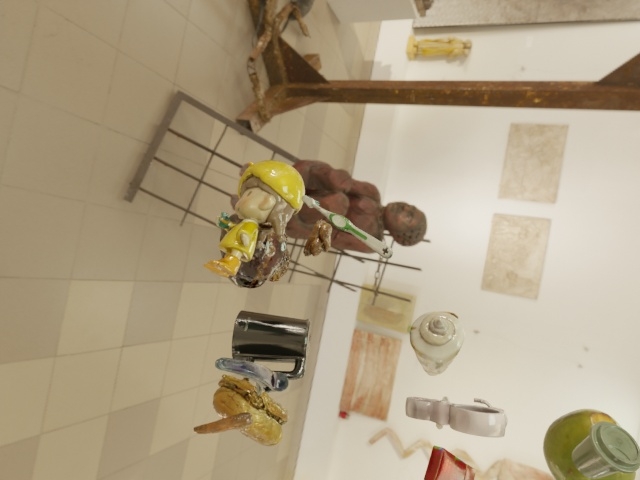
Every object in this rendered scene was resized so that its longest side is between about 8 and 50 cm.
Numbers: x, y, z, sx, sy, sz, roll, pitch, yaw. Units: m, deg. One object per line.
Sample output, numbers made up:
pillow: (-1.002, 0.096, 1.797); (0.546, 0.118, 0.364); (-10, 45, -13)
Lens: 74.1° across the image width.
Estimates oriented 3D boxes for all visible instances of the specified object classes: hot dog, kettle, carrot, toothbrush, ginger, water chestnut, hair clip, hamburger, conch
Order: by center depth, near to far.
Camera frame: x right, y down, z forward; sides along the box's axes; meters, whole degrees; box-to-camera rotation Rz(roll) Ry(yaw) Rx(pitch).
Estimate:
hair clip: (-0.143, 0.282, 0.902); (0.275, 0.083, 0.048); (66, 17, -58)
toothbrush: (0.048, -0.036, 0.916); (0.030, 0.304, 0.030); (-19, 126, -29)
conch: (0.286, 0.271, 1.105); (0.158, 0.127, 0.255); (-76, 175, -45)
carrot: (-0.302, 0.570, 1.306); (0.047, 0.191, 0.047); (-16, 90, -87)
water chestnut: (-0.229, 0.033, 1.544); (0.300, 0.299, 0.300); (-35, 130, -56)
hamburger: (-0.268, 0.623, 1.570); (0.158, 0.318, 0.319); (-55, 145, -31)
ginger: (0.000, 0.000, 1.663); (0.073, 0.103, 0.162); (30, 83, -30)
hot dog: (-0.197, 0.053, 1.740); (0.227, 0.099, 0.160); (70, 18, -1)
kettle: (-0.200, 0.419, 1.750); (0.262, 0.307, 0.203); (-72, 166, -72)

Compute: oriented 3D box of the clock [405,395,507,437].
clock: (0.177, 0.227, 0.552); (0.087, 0.129, 0.041); (17, 73, -46)

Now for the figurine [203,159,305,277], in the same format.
figurine: (-0.177, -0.059, 1.125); (0.187, 0.215, 0.344); (43, 67, -30)

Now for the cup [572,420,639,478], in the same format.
cup: (0.707, 0.534, 1.058); (0.120, 0.120, 0.141); (-49, 159, -47)

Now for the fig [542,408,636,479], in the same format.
fig: (0.861, 0.670, 1.359); (0.258, 0.258, 0.327); (-48, 137, -48)

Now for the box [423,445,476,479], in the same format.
box: (0.417, 0.751, 1.354); (0.175, 0.048, 0.112); (39, 60, -20)
